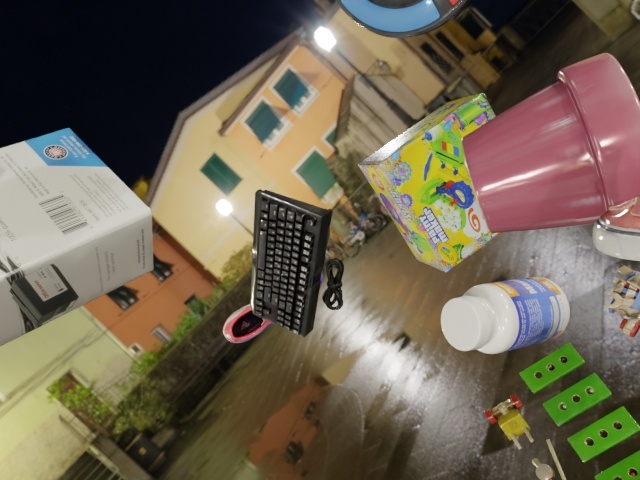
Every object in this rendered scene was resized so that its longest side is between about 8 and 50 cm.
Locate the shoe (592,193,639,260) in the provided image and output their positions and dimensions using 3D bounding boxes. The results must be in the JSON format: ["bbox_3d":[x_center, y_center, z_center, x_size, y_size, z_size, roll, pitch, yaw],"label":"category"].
[{"bbox_3d":[0.194,-0.030,0.259,0.064,0.081,0.178,-6,4,0],"label":"shoe"}]

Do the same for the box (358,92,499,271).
[{"bbox_3d":[0.294,-0.133,1.230,0.279,0.290,0.177,-35,13,-6],"label":"box"}]

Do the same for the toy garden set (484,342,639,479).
[{"bbox_3d":[0.432,0.338,0.932,0.204,0.244,0.049,-36,-40,9],"label":"toy garden set"}]

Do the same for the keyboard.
[{"bbox_3d":[-0.024,0.035,0.553,0.023,0.108,0.180,-60,-16,-46],"label":"keyboard"}]

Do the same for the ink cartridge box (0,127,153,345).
[{"bbox_3d":[-0.530,0.000,0.889,0.395,0.285,0.166,-30,-30,-36],"label":"ink cartridge box"}]

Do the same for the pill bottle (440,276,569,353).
[{"bbox_3d":[0.404,0.165,1.171,0.272,0.152,0.152,-3,-24,-32],"label":"pill bottle"}]

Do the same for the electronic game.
[{"bbox_3d":[0.085,-0.342,0.579,0.048,0.229,0.229,-33,-8,-42],"label":"electronic game"}]

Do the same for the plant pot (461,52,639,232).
[{"bbox_3d":[0.278,-0.095,0.643,0.180,0.201,0.201,-18,13,22],"label":"plant pot"}]

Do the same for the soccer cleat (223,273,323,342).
[{"bbox_3d":[-0.095,0.139,1.130,0.248,0.083,0.095,-31,6,-8],"label":"soccer cleat"}]

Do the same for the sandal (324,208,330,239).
[{"bbox_3d":[0.000,-0.001,1.304,0.254,0.054,0.097,-66,-2,-53],"label":"sandal"}]

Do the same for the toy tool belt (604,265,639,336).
[{"bbox_3d":[0.353,0.068,0.611,0.083,0.051,0.052,-48,-40,-17],"label":"toy tool belt"}]
